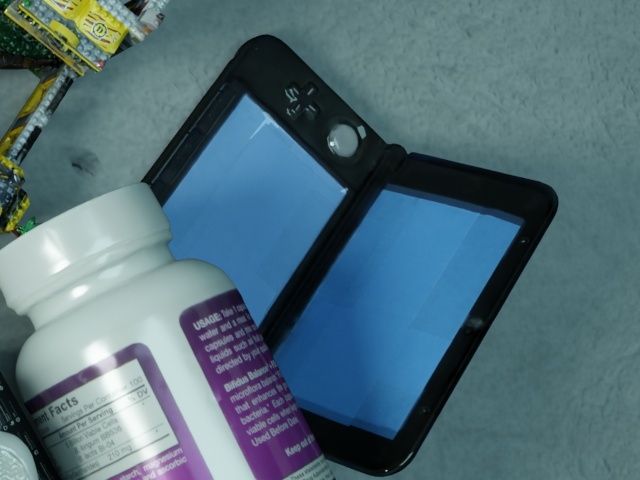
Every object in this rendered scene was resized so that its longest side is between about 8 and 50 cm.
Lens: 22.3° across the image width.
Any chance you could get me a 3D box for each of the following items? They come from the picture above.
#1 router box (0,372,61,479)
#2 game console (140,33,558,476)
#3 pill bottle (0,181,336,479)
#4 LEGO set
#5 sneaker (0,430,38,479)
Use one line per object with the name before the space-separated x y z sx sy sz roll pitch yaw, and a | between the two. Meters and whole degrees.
router box | -0.240 0.136 1.148 0.038 0.092 0.122 -33 100 -32
game console | 0.000 0.000 1.275 0.250 0.173 0.293 43 62 -20
pill bottle | -0.107 0.120 1.131 0.169 0.169 0.302 -25 87 -33
LEGO set | -0.264 -0.160 1.120 0.331 0.192 0.255 47 61 -17
sneaker | -0.239 0.209 1.090 0.091 0.126 0.240 11 113 -14
